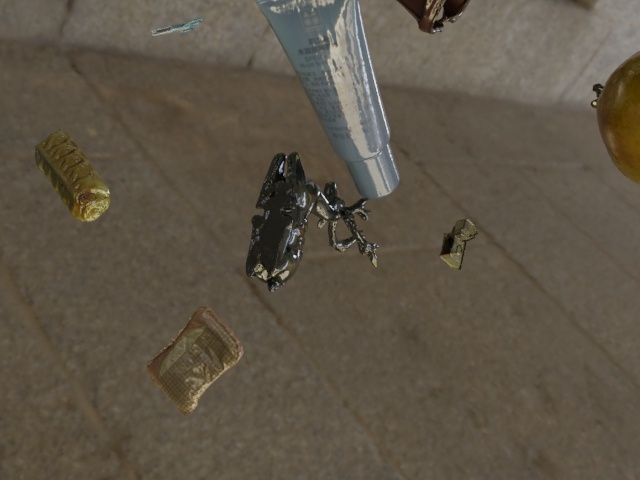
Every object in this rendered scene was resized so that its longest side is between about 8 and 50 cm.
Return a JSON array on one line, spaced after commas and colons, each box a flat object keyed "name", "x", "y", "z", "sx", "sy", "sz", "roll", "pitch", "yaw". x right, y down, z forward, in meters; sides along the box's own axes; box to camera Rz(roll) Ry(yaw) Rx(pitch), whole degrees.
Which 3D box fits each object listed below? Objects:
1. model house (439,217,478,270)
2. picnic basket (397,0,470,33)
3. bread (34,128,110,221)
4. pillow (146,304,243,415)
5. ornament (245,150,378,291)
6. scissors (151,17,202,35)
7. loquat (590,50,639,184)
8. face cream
[{"name": "model house", "x": 0.271, "y": 0.007, "z": 1.954, "sx": 0.058, "sy": 0.057, "sz": 0.083, "roll": 38, "pitch": 54, "yaw": -35}, {"name": "picnic basket", "x": 0.168, "y": -0.415, "z": 1.225, "sx": 0.129, "sy": 0.297, "sz": 0.222, "roll": 34, "pitch": 27, "yaw": 8}, {"name": "bread", "x": -0.514, "y": -0.131, "z": 2.100, "sx": 0.269, "sy": 0.098, "sz": 0.087, "roll": 45, "pitch": -6, "yaw": 43}, {"name": "pillow", "x": -0.244, "y": 0.230, "z": 1.957, "sx": 0.135, "sy": 0.211, "sz": 0.034, "roll": 47, "pitch": 22, "yaw": 14}, {"name": "ornament", "x": 0.000, "y": 0.000, "z": 1.500, "sx": 0.080, "sy": 0.202, "sz": 0.236, "roll": 1, "pitch": -16, "yaw": 36}, {"name": "scissors", "x": -0.288, "y": -0.419, "z": 2.000, "sx": 0.119, "sy": 0.058, "sz": 0.014, "roll": -23, "pitch": 89, "yaw": -43}, {"name": "loquat", "x": 0.468, "y": -0.171, "z": 1.368, "sx": 0.213, "sy": 0.214, "sz": 0.246, "roll": 6, "pitch": 15, "yaw": -39}, {"name": "face cream", "x": 0.031, "y": -0.207, "z": 1.383, "sx": 0.385, "sy": 0.135, "sz": 0.086, "roll": 65, "pitch": 23, "yaw": -45}]
